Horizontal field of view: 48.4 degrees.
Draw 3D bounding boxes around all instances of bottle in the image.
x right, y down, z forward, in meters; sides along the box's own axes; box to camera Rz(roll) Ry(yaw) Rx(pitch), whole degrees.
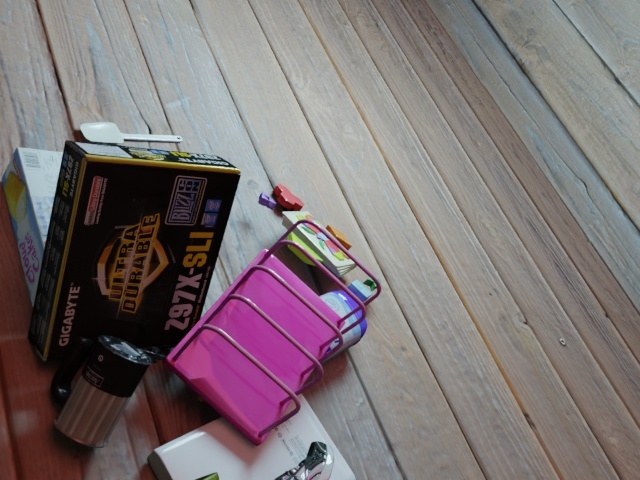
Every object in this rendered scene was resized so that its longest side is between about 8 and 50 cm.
[{"bbox_3d":[-0.029,0.182,1.336,0.283,0.092,0.118,-19,69,-50],"label":"bottle"}]

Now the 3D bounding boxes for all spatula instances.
[{"bbox_3d":[-0.357,-0.172,1.458,0.242,0.019,0.168,-7,57,-46],"label":"spatula"}]

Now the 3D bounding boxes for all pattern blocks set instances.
[{"bbox_3d":[0.000,0.000,1.531,0.325,0.026,0.285,41,17,0],"label":"pattern blocks set"}]

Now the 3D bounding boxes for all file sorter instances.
[{"bbox_3d":[-0.062,0.133,1.144,0.202,0.182,0.290,42,49,-4],"label":"file sorter"}]

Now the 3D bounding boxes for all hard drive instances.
[{"bbox_3d":[-0.097,0.365,1.132,0.308,0.040,0.203,-15,64,-49],"label":"hard drive"}]

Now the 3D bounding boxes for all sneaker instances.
[{"bbox_3d":[-0.034,0.374,1.094,0.077,0.072,0.178,28,31,-3],"label":"sneaker"}]

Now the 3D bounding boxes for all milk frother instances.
[{"bbox_3d":[-0.299,0.213,1.037,0.129,0.134,0.143,29,0,45],"label":"milk frother"}]

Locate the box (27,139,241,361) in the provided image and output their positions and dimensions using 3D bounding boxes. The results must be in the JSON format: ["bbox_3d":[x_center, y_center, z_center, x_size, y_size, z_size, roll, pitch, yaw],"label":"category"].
[{"bbox_3d":[-0.281,0.019,1.084,0.257,0.322,0.079,0,26,-45],"label":"box"}]

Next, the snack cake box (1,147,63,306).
[{"bbox_3d":[-0.419,-0.024,1.190,0.152,0.089,0.264,3,51,-43],"label":"snack cake box"}]

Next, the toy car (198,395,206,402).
[{"bbox_3d":[-0.208,0.217,1.201,0.040,0.060,0.122,66,23,-60],"label":"toy car"}]

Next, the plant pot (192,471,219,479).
[{"bbox_3d":[-0.212,0.471,0.701,0.366,0.366,0.353,-10,73,-48],"label":"plant pot"}]
